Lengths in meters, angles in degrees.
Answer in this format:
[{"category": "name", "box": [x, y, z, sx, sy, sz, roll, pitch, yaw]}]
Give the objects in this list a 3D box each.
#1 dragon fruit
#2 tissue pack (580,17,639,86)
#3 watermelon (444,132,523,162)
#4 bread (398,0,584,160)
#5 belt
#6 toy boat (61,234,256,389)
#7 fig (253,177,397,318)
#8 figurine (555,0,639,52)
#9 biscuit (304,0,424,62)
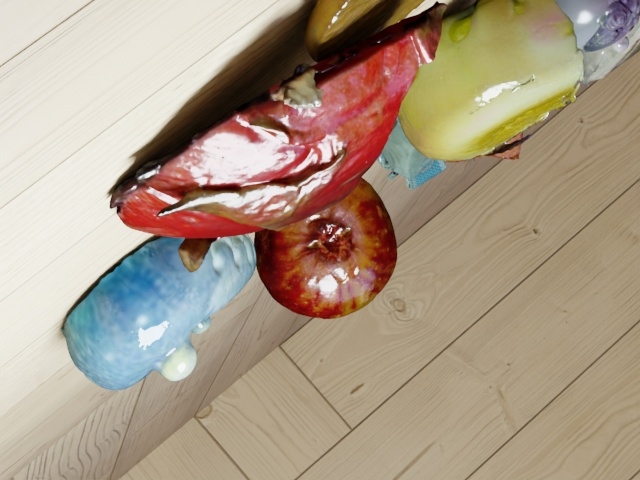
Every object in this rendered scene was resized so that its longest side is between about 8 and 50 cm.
[{"category": "dragon fruit", "box": [-0.049, -0.057, 1.406, 0.282, 0.100, 0.343, -24, 174, -26]}, {"category": "tissue pack", "box": [0.514, -0.392, 2.486, 0.344, 0.125, 0.242, -35, 173, -31]}, {"category": "watermelon", "box": [0.210, -0.175, 2.332, 0.145, 0.137, 0.193, -4, 166, -9]}, {"category": "bread", "box": [0.165, -0.182, 1.763, 0.261, 0.158, 0.156, -30, 164, 37]}, {"category": "belt", "box": [0.127, -0.132, 2.103, 0.072, 0.087, 0.302, -44, 175, -12]}, {"category": "toy boat", "box": [-0.148, 0.079, 1.731, 0.215, 0.123, 0.330, -40, 175, 4]}, {"category": "fig", "box": [0.001, 0.006, 1.902, 0.175, 0.175, 0.207, -40, 179, -12]}, {"category": "figurine", "box": [0.303, -0.305, 1.830, 0.194, 0.133, 0.274, -39, 163, -25]}, {"category": "biscuit", "box": [0.085, -0.239, 1.323, 0.262, 0.037, 0.262, -41, 173, -6]}]
